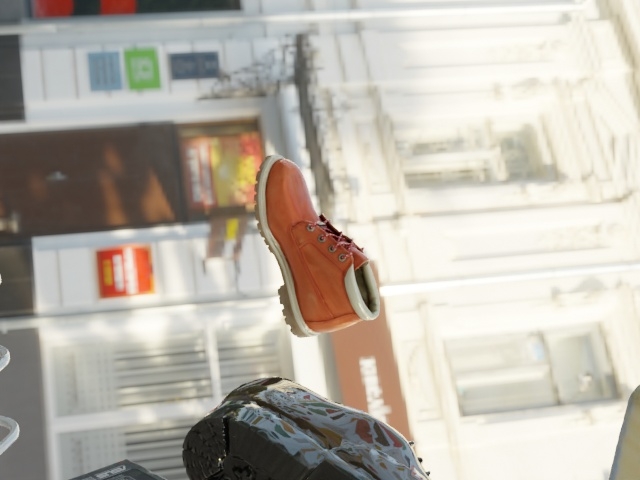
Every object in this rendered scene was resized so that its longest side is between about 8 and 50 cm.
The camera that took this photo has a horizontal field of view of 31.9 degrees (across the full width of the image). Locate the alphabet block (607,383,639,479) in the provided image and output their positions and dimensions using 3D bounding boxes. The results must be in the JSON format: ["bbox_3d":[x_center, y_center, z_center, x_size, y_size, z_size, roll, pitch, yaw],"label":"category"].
[{"bbox_3d":[0.372,0.200,0.915,0.197,0.193,0.192,38,-38,38],"label":"alphabet block"}]

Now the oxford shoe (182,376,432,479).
[{"bbox_3d":[0.043,0.146,0.604,0.083,0.227,0.096,-56,172,32],"label":"oxford shoe"}]

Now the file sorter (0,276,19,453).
[{"bbox_3d":[-0.333,0.163,0.831,0.173,0.193,0.277,-49,139,-66],"label":"file sorter"}]

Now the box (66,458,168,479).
[{"bbox_3d":[-0.222,0.292,1.066,0.183,0.231,0.056,16,-70,41],"label":"box"}]

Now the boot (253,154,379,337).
[{"bbox_3d":[0.000,0.000,0.927,0.085,0.059,0.158,-11,-78,36],"label":"boot"}]
